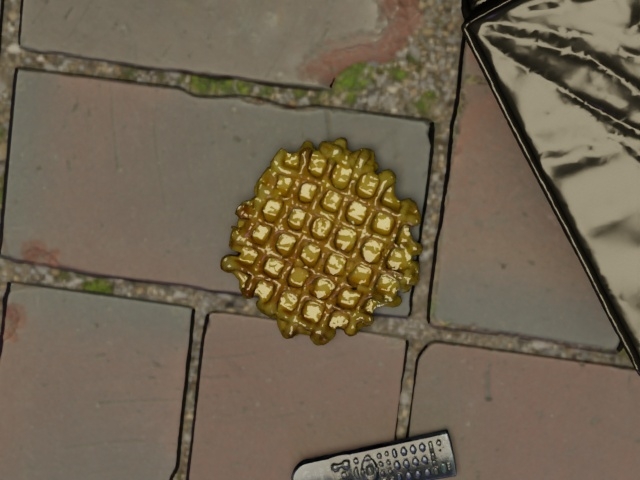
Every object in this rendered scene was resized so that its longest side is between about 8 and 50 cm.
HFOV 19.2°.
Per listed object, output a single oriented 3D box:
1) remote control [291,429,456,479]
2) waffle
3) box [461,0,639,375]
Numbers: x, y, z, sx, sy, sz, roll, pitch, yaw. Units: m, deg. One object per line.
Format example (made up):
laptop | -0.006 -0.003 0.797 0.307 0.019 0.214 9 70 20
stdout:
remote control | 0.048 0.208 1.748 0.152 0.027 0.044 -10 91 7
waffle | 0.005 0.001 1.715 0.191 0.038 0.191 1 99 7
box | 0.299 -0.103 1.578 0.251 0.204 0.345 -27 94 10
